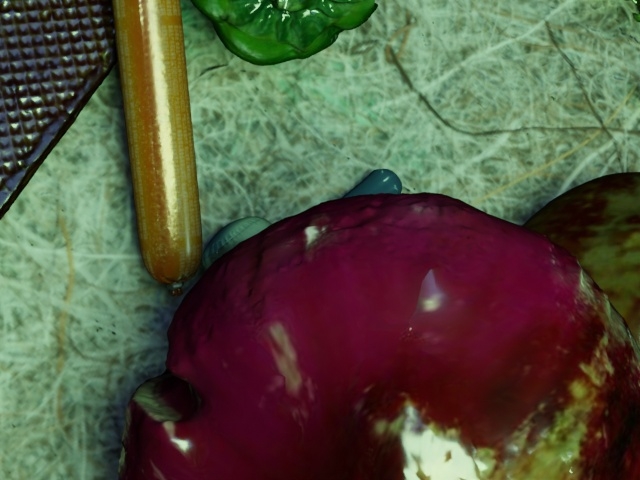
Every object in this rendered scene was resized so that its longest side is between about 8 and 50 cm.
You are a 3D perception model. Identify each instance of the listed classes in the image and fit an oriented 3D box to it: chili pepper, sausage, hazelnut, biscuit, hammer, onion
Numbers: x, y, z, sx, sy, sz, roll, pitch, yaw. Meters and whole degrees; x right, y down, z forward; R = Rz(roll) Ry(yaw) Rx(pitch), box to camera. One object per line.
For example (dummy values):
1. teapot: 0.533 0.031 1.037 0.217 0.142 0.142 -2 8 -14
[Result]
1. chili pepper: -0.027 -0.309 0.885 0.167 0.213 0.385 -3 49 11
2. sausage: -0.129 -0.127 0.822 0.053 0.053 0.348 -8 100 -20
3. hazelnut: 0.243 0.046 0.885 0.218 0.218 0.234 21 57 -14
4. biscuit: -0.255 -0.097 0.824 0.107 0.073 0.388 35 71 -10
5. hammer: 0.000 0.000 0.896 0.194 0.069 0.116 -39 91 -26
6. onion: 0.052 0.179 0.660 0.398 0.420 0.398 0 101 0

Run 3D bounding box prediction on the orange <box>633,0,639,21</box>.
1. orange: 0.375 -0.372 1.019 0.300 0.223 0.301 47 68 -10
